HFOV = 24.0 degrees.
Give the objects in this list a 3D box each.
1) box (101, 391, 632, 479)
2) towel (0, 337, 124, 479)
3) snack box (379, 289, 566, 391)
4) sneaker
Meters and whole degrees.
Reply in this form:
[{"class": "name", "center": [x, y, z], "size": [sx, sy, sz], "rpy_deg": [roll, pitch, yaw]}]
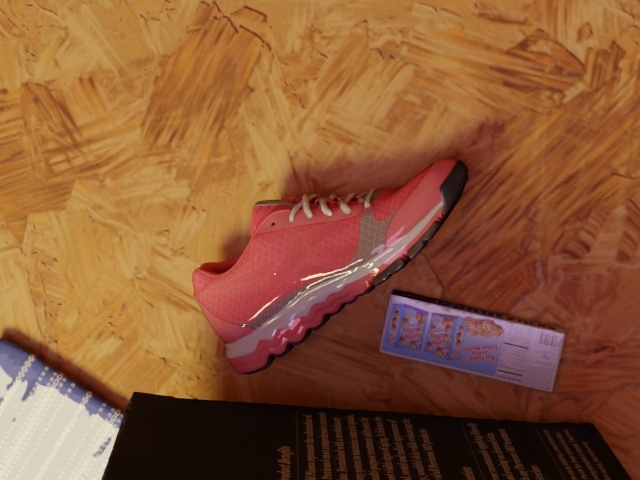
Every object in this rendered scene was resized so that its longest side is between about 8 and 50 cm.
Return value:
[{"class": "box", "center": [0.028, 0.417, 1.404], "size": [0.472, 0.297, 0.480], "rpy_deg": [4, 99, -1]}, {"class": "towel", "center": [-0.266, 0.282, 1.638], "size": [0.336, 0.040, 0.243], "rpy_deg": [32, 106, 1]}, {"class": "snack box", "center": [0.151, 0.100, 1.509], "size": [0.178, 0.022, 0.064], "rpy_deg": [13, 106, 8]}, {"class": "sneaker", "center": [0.000, 0.000, 1.469], "size": [0.314, 0.116, 0.136], "rpy_deg": [-38, 92, 17]}]
